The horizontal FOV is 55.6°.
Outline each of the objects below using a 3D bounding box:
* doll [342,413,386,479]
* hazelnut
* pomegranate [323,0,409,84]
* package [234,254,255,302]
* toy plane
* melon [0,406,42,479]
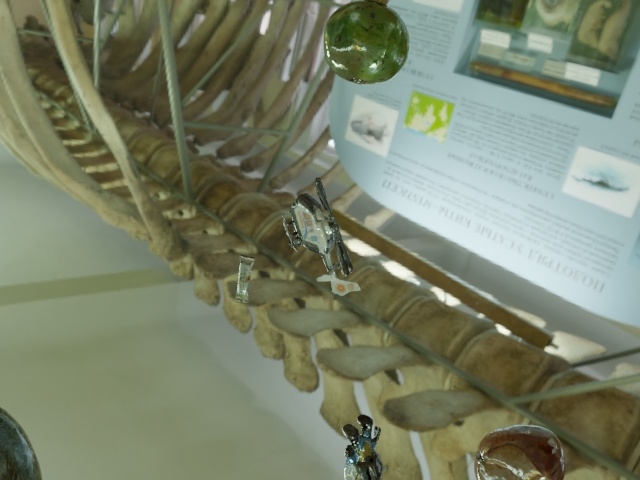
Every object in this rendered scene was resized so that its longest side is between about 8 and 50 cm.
[{"bbox_3d":[0.079,0.411,1.111,0.096,0.195,0.070,-23,-151,-29],"label":"doll"},{"bbox_3d":[0.336,0.376,1.023,0.143,0.154,0.143,33,-151,-22],"label":"hazelnut"},{"bbox_3d":[0.101,-0.440,1.269,0.187,0.225,0.187,13,175,1],"label":"pomegranate"},{"bbox_3d":[-0.172,0.088,1.375,0.037,0.110,0.015,12,-166,14],"label":"package"},{"bbox_3d":[-0.001,0.001,0.950,0.078,0.197,0.053,-11,-162,31],"label":"toy plane"},{"bbox_3d":[-0.212,0.157,0.327,0.114,0.168,0.114,6,173,1],"label":"melon"}]
